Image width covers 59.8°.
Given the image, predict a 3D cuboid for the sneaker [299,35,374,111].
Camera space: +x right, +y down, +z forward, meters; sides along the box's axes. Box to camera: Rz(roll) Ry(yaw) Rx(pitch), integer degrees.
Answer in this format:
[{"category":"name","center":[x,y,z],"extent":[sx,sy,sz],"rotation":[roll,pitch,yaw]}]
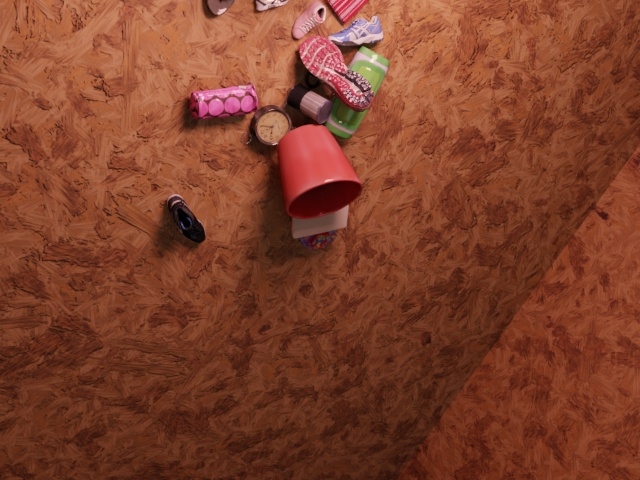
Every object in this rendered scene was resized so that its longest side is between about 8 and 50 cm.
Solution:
[{"category":"sneaker","center":[0.043,-0.530,1.803],"extent":[0.121,0.112,0.299],"rotation":[-41,89,-6]}]

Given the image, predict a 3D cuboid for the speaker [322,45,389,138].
[{"category":"speaker","center":[0.120,-0.506,1.917],"extent":[0.131,0.131,0.297],"rotation":[16,112,-35]}]

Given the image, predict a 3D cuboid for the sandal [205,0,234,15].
[{"category":"sandal","center":[-0.245,-0.744,1.605],"extent":[0.219,0.060,0.090],"rotation":[-42,130,2]}]

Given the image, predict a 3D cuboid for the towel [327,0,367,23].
[{"category":"towel","center":[0.068,-0.846,1.728],"extent":[0.199,0.031,0.275],"rotation":[-45,132,2]}]

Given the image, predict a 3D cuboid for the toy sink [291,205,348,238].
[{"category":"toy sink","center":[-0.025,-0.120,2.089],"extent":[0.234,0.131,0.153],"rotation":[-14,126,-26]}]

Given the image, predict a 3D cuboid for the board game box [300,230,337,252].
[{"category":"board game box","center":[0.000,0.000,2.199],"extent":[0.133,0.033,0.169],"rotation":[-25,152,6]}]

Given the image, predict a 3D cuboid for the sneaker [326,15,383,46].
[{"category":"sneaker","center":[0.111,-0.686,1.834],"extent":[0.211,0.080,0.081],"rotation":[-20,119,-25]}]

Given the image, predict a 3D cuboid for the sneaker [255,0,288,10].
[{"category":"sneaker","center":[-0.146,-0.729,1.682],"extent":[0.109,0.040,0.044],"rotation":[-22,126,-15]}]

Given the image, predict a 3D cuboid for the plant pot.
[{"category":"plant pot","center":[-0.022,-0.238,1.884],"extent":[0.274,0.243,0.275],"rotation":[-18,161,-6]}]

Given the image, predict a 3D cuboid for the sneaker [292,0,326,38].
[{"category":"sneaker","center":[-0.033,-0.690,1.750],"extent":[0.051,0.070,0.134],"rotation":[31,104,-41]}]

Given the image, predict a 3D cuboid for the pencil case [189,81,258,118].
[{"category":"pencil case","center":[-0.305,-0.442,1.754],"extent":[0.209,0.095,0.098],"rotation":[-16,161,-21]}]

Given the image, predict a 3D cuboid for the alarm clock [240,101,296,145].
[{"category":"alarm clock","center":[-0.184,-0.381,1.874],"extent":[0.192,0.064,0.129],"rotation":[-30,130,-11]}]

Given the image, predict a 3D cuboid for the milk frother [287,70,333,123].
[{"category":"milk frother","center":[-0.013,-0.484,1.851],"extent":[0.129,0.134,0.143],"rotation":[-21,140,-57]}]

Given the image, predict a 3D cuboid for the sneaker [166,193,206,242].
[{"category":"sneaker","center":[-0.454,-0.048,1.910],"extent":[0.079,0.121,0.217],"rotation":[-32,130,-5]}]
